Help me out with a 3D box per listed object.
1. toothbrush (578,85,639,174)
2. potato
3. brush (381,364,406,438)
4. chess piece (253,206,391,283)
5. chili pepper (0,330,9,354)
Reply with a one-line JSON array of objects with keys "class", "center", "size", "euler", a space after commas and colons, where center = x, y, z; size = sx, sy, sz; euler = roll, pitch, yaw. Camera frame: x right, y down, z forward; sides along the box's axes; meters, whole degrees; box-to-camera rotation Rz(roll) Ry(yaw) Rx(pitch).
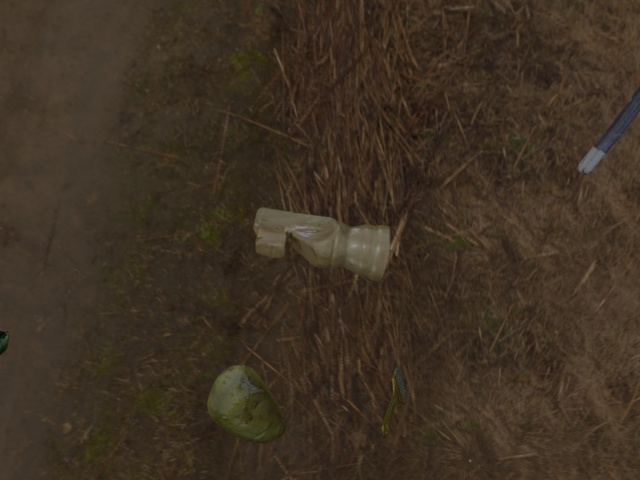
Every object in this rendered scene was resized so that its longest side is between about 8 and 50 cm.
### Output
[{"class": "toothbrush", "center": [0.356, -0.186, 0.675], "size": [0.026, 0.024, 0.288], "euler": [32, 113, 3]}, {"class": "potato", "center": [-0.123, 0.283, 1.133], "size": [0.105, 0.188, 0.085], "euler": [-35, 38, 2]}, {"class": "brush", "center": [0.167, 0.377, 1.527], "size": [0.010, 0.218, 0.083], "euler": [-13, 107, 22]}, {"class": "chess piece", "center": [0.000, 0.000, 1.447], "size": [0.300, 0.137, 0.137], "euler": [12, 75, 0]}, {"class": "chili pepper", "center": [-0.489, 0.095, 0.815], "size": [0.108, 0.216, 0.062], "euler": [-54, 39, 14]}]
